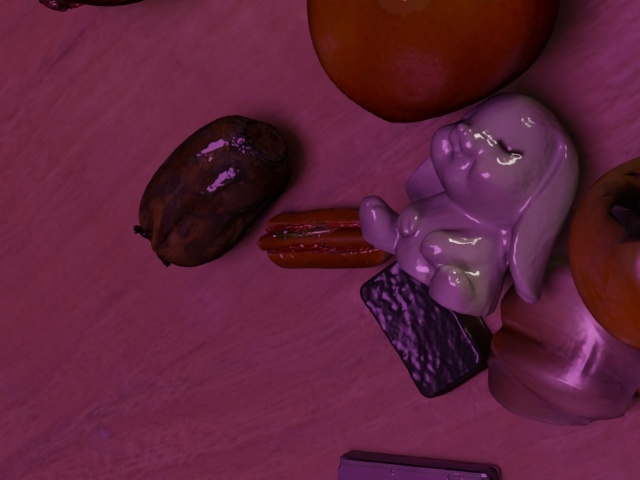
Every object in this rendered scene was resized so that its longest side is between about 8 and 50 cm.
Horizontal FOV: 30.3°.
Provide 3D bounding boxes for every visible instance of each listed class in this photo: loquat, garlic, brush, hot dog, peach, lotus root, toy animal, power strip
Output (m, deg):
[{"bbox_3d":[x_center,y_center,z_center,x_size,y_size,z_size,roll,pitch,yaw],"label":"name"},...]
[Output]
[{"bbox_3d":[0.398,0.012,1.355,0.235,0.235,0.235,7,103,33],"label":"loquat"},{"bbox_3d":[0.318,0.138,1.509,0.228,0.110,0.217,14,103,32],"label":"garlic"},{"bbox_3d":[0.149,0.112,1.646,0.123,0.059,0.197,-39,77,32],"label":"brush"},{"bbox_3d":[0.000,0.000,1.725,0.236,0.062,0.092,-5,100,36],"label":"hot dog"},{"bbox_3d":[0.131,-0.294,1.447,0.308,0.308,0.332,38,128,23],"label":"peach"},{"bbox_3d":[-0.158,-0.077,1.763,0.275,0.160,0.152,-38,53,32],"label":"lotus root"},{"bbox_3d":[0.208,-0.062,1.505,0.272,0.206,0.265,41,109,47],"label":"toy animal"},{"bbox_3d":[0.141,0.371,1.715,0.279,0.037,0.109,-1,98,35],"label":"power strip"}]

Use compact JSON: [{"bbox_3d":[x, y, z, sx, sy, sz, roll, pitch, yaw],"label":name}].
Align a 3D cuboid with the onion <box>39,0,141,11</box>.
[{"bbox_3d":[-0.349,-0.502,1.726,0.341,0.341,0.341,7,103,33],"label":"onion"}]
